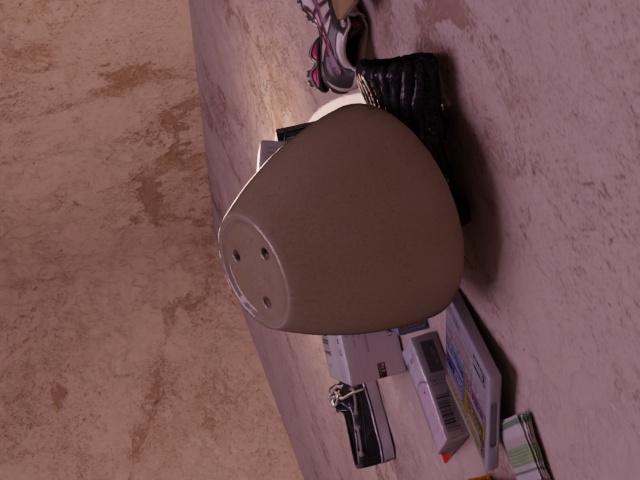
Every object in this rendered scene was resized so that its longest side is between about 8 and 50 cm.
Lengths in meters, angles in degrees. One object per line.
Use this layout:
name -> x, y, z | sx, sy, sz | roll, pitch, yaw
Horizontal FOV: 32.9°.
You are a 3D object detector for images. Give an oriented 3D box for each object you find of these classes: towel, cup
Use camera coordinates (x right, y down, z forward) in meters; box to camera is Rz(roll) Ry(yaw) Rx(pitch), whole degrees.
towel -> 0.300, 0.323, 1.545 | 0.113, 0.023, 0.152 | 112, 140, -73
cup -> 0.000, 0.000, 1.509 | 0.331, 0.237, 0.331 | 36, 137, 41

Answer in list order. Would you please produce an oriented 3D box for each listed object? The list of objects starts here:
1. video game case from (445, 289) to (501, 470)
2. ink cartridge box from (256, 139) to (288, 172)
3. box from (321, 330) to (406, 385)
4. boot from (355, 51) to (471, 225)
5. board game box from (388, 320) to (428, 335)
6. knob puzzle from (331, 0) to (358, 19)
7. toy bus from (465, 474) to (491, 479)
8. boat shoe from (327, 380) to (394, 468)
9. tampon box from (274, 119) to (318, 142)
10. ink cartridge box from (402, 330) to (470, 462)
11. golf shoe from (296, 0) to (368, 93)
video game case -> 0.231, 0.209, 1.659 | 0.212, 0.023, 0.193 | -110, 12, -53
ink cartridge box -> -0.023, -0.034, 1.987 | 0.114, 0.197, 0.273 | 119, 154, -80
box -> 0.074, 0.182, 2.159 | 0.182, 0.119, 0.181 | 172, 85, -77
boot -> 0.087, -0.146, 1.635 | 0.348, 0.131, 0.260 | 1, 111, 57
board game box -> 0.128, 0.093, 1.959 | 0.194, 0.060, 0.194 | 104, 150, -65
knob puzzle -> 0.051, -0.447, 1.719 | 0.213, 0.030, 0.213 | 179, 90, -71
toy bus -> 0.243, 0.484, 1.719 | 0.211, 0.149, 0.220 | 54, -161, -88
boat shoe -> 0.070, 0.349, 2.392 | 0.113, 0.105, 0.306 | 135, 120, -76
tampon box -> -0.016, -0.146, 2.198 | 0.101, 0.120, 0.161 | 102, 152, -66
ink cartridge box -> 0.190, 0.288, 1.914 | 0.232, 0.066, 0.189 | 111, 144, -62
golf shoe -> 0.032, -0.387, 1.842 | 0.120, 0.105, 0.273 | -2, 100, 52
